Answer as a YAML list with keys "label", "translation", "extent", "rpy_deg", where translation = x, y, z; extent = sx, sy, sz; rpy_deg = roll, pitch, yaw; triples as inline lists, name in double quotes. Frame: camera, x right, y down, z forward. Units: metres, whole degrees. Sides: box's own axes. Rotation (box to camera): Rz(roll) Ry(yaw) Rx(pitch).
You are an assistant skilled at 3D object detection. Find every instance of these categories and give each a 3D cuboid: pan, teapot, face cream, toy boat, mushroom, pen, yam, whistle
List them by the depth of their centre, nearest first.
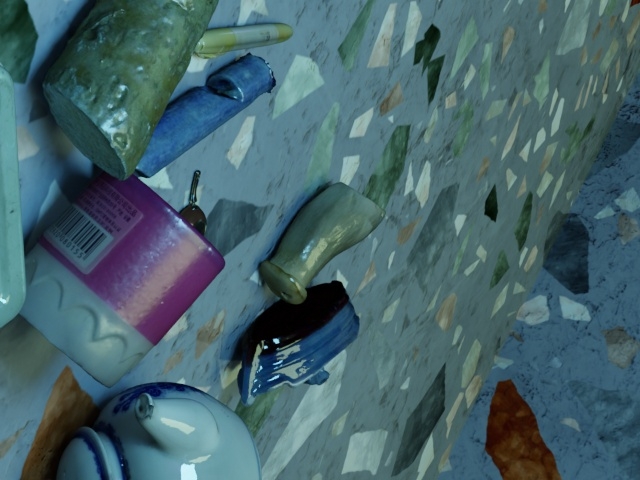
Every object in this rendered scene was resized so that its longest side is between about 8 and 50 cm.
- label: "yam"
  translation: [-0.189, -0.233, 1.518]
  extent: [0.330, 0.133, 0.133]
  rpy_deg: [-65, 156, -19]
- label: "face cream"
  translation: [-0.230, 0.039, 1.556]
  extent: [0.195, 0.175, 0.175]
  rpy_deg: [-47, 153, -6]
- label: "whistle"
  translation: [-0.163, -0.144, 1.721]
  extent: [0.304, 0.062, 0.062]
  rpy_deg: [-42, 145, -45]
- label: "teapot"
  translation: [-0.228, 0.309, 1.775]
  extent: [0.280, 0.252, 0.424]
  rpy_deg: [-3, 143, -29]
- label: "pen"
  translation: [-0.099, -0.256, 1.801]
  extent: [0.040, 0.032, 0.233]
  rpy_deg: [-53, 164, 26]
- label: "pan"
  translation: [-0.166, -0.035, 1.851]
  extent: [0.068, 0.023, 0.115]
  rpy_deg: [-18, 126, -59]
- label: "mushroom"
  translation: [0.002, -0.009, 2.142]
  extent: [0.247, 0.096, 0.108]
  rpy_deg: [-45, 147, -34]
- label: "toy boat"
  translation: [-0.030, 0.170, 2.173]
  extent: [0.309, 0.129, 0.142]
  rpy_deg: [-35, 125, -49]

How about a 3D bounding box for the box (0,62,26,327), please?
- label: "box"
  translation: [-0.366, -0.044, 1.229]
  extent: [0.175, 0.183, 0.311]
  rpy_deg: [-40, 144, -47]
